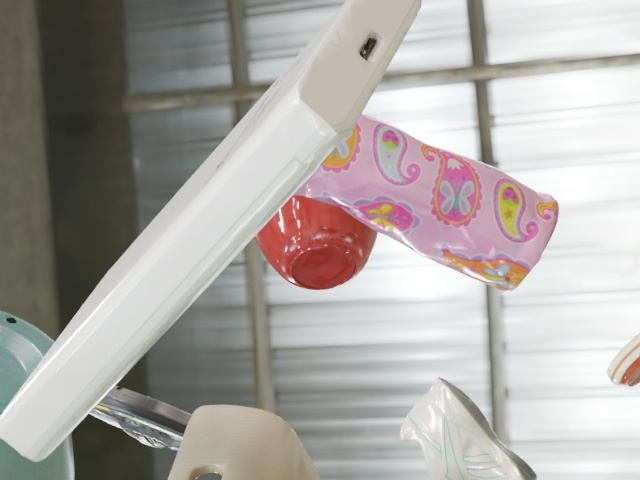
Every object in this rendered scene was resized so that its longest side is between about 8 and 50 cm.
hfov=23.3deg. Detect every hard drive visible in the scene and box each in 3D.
[{"bbox_3d":[-0.066,-0.017,0.931,0.040,0.307,0.203,39,-148,-7],"label":"hard drive"}]

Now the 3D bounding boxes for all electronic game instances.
[{"bbox_3d":[-0.208,0.228,1.909,0.229,0.229,0.048,46,-118,-59],"label":"electronic game"}]

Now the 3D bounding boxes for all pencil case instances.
[{"bbox_3d":[0.103,-0.051,1.617,0.124,0.284,0.124,-156,90,-83],"label":"pencil case"}]

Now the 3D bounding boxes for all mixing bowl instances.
[{"bbox_3d":[0.000,0.000,2.025,0.181,0.181,0.098,61,-166,-47],"label":"mixing bowl"}]

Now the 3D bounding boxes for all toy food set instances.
[{"bbox_3d":[-0.027,0.292,1.075,0.219,0.092,0.306,-75,-38,-61],"label":"toy food set"}]

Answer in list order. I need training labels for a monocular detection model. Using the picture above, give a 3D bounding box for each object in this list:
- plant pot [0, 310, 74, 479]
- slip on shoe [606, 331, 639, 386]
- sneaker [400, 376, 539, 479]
[{"bbox_3d":[-0.342,0.207,1.420,0.255,0.272,0.271,-67,-9,27],"label":"plant pot"},{"bbox_3d":[0.476,0.105,1.804,0.123,0.331,0.101,-10,-107,-56],"label":"slip on shoe"},{"bbox_3d":[0.121,0.176,1.171,0.152,0.061,0.054,49,-172,26],"label":"sneaker"}]
